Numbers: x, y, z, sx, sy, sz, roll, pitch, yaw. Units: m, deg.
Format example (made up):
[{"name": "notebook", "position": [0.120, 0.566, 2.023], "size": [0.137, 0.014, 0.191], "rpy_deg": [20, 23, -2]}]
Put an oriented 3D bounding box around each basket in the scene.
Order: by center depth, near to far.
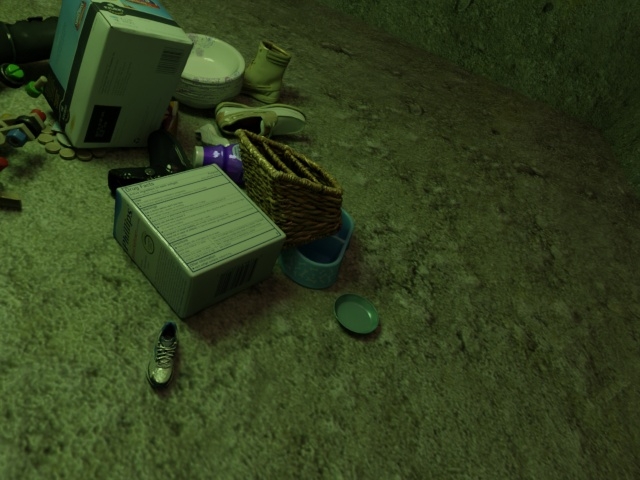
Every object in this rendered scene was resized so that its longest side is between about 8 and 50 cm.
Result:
[{"name": "basket", "position": [-0.066, -0.158, 1.238], "size": [0.213, 0.223, 0.299], "rpy_deg": [-17, 36, -17]}]

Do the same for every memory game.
[{"name": "memory game", "position": [-0.653, -0.274, 1.300], "size": [0.186, 0.012, 0.186], "rpy_deg": [14, 42, -13]}]

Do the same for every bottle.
[{"name": "bottle", "position": [-0.225, -0.224, 1.409], "size": [0.282, 0.092, 0.118], "rpy_deg": [4, 51, -24]}]

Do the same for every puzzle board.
[{"name": "puzzle board", "position": [-0.669, -0.328, 1.332], "size": [0.096, 0.011, 0.128], "rpy_deg": [10, 42, -18]}]

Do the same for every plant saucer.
[{"name": "plant saucer", "position": [0.085, 0.183, 1.191], "size": [0.119, 0.021, 0.119], "rpy_deg": [15, 42, -14]}]

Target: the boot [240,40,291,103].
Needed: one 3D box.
[{"name": "boot", "position": [-0.250, -0.625, 1.742], "size": [0.262, 0.203, 0.095], "rpy_deg": [19, 40, -8]}]

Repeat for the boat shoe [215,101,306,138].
[{"name": "boat shoe", "position": [-0.190, -0.380, 1.593], "size": [0.302, 0.113, 0.103], "rpy_deg": [-2, 48, -15]}]

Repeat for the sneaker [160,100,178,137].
[{"name": "sneaker", "position": [-0.473, -0.363, 1.457], "size": [0.083, 0.070, 0.185], "rpy_deg": [3, 38, -13]}]

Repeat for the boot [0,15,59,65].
[{"name": "boot", "position": [-0.730, -0.537, 1.311], "size": [0.445, 0.146, 0.367], "rpy_deg": [-8, 29, -20]}]

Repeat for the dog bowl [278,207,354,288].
[{"name": "dog bowl", "position": [0.000, 0.000, 1.304], "size": [0.166, 0.074, 0.297], "rpy_deg": [26, 39, 0]}]

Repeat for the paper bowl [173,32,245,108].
[{"name": "paper bowl", "position": [-0.399, -0.550, 1.613], "size": [0.284, 0.148, 0.284], "rpy_deg": [10, 46, -11]}]

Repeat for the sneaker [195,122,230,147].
[{"name": "sneaker", "position": [-0.324, -0.295, 1.475], "size": [0.061, 0.054, 0.152], "rpy_deg": [-32, 61, -31]}]

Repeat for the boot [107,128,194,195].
[{"name": "boot", "position": [-0.449, -0.189, 1.252], "size": [0.207, 0.094, 0.246], "rpy_deg": [-17, 62, -44]}]

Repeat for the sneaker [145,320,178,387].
[{"name": "sneaker", "position": [-0.300, 0.213, 0.928], "size": [0.052, 0.058, 0.135], "rpy_deg": [10, 43, -18]}]

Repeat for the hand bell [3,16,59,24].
[{"name": "hand bell", "position": [-0.922, -0.654, 1.516], "size": [0.242, 0.126, 0.126], "rpy_deg": [8, 42, -4]}]

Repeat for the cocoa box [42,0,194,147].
[{"name": "cocoa box", "position": [-0.534, -0.444, 1.257], "size": [0.231, 0.347, 0.228], "rpy_deg": [-13, 57, -49]}]

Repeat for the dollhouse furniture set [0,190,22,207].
[{"name": "dollhouse furniture set", "position": [-0.702, -0.080, 1.024], "size": [0.114, 0.091, 0.081], "rpy_deg": [9, 58, -24]}]

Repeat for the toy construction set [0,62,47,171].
[{"name": "toy construction set", "position": [-0.798, -0.248, 1.099], "size": [0.257, 0.237, 0.309], "rpy_deg": [21, 48, -55]}]

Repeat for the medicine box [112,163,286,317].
[{"name": "medicine box", "position": [-0.278, -0.013, 1.112], "size": [0.289, 0.149, 0.263], "rpy_deg": [44, 43, 21]}]
